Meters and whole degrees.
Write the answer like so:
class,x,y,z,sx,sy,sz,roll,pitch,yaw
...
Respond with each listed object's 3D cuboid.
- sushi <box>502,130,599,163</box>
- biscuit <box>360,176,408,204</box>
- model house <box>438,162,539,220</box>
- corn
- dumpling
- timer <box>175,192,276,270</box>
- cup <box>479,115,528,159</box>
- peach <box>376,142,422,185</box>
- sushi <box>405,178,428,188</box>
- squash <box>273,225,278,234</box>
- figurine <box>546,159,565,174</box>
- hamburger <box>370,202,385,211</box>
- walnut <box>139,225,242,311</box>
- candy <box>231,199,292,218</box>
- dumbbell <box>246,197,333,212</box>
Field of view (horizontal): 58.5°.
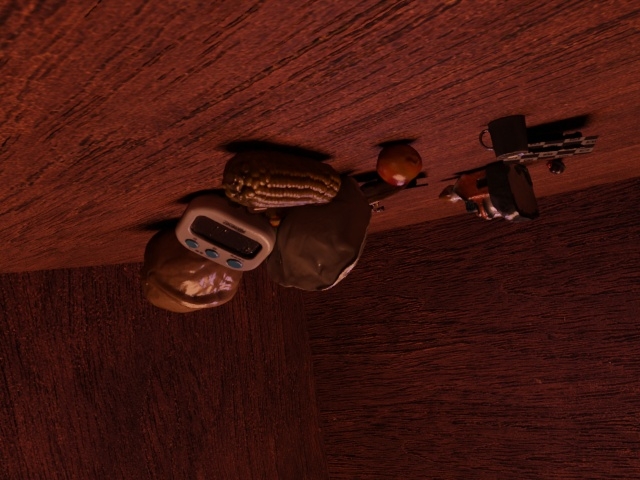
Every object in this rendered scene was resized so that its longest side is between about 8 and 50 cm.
class,x,y,z,sx,sy,sz,roll,pitch,yaw
sushi,0.555,-0.244,1.403,0.215,0.051,0.192,-5,174,20
biscuit,0.149,-0.144,1.667,0.208,0.049,0.181,-15,-168,26
model house,0.544,-0.136,1.913,0.300,0.191,0.271,-10,178,36
corn,-0.073,-0.130,1.212,0.120,0.121,0.363,-11,179,31
dumpling,-0.003,0.002,1.583,0.341,0.260,0.181,-31,144,-4
timer,-0.263,-0.022,1.604,0.261,0.087,0.237,27,140,-17
cup,0.395,-0.218,1.234,0.100,0.077,0.078,-10,176,22
peach,0.177,-0.176,1.294,0.100,0.101,0.101,-9,176,-1
sushi,0.246,-0.177,1.810,0.200,0.031,0.139,-9,-174,10
squash,-0.100,-0.044,1.998,0.123,0.123,0.186,-6,-165,-33
figurine,0.793,-0.249,1.924,0.059,0.047,0.106,28,-162,20
hamburger,0.073,-0.089,1.911,0.261,0.139,0.243,-11,175,38
walnut,-0.457,0.093,2.048,0.380,0.382,0.381,-9,176,-1
candy,-0.119,-0.098,1.731,0.146,0.088,0.276,-12,175,42
dumbbell,-0.083,-0.124,1.480,0.230,0.082,0.092,-8,175,-15
